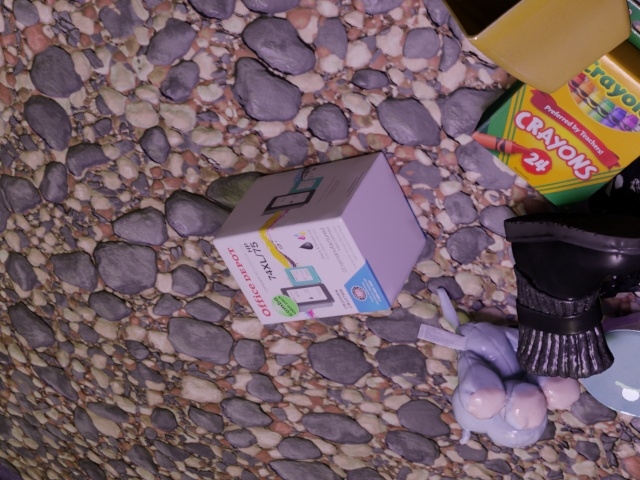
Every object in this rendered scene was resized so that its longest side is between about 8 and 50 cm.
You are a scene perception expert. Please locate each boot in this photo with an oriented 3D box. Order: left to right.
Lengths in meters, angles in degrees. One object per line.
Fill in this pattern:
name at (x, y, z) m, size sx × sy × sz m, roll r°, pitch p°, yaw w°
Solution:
boot at (0.410, 0.091, 1.987) m, size 0.348 × 0.131 × 0.260 m, roll -171°, pitch 73°, yaw -71°

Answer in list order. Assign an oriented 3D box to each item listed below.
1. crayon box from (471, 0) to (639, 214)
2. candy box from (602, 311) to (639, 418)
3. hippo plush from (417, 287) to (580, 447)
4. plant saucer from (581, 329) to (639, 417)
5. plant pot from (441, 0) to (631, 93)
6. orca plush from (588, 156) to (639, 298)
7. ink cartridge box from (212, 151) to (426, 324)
crayon box at (0.399, -0.201, 1.907) m, size 0.202 × 0.081 × 0.318 m, roll 38°, pitch 135°, yaw -6°
candy box at (0.584, 0.209, 2.171) m, size 0.165 × 0.070 × 0.196 m, roll -15°, pitch 120°, yaw 37°
hippo plush at (0.298, 0.279, 2.267) m, size 0.294 × 0.234 × 0.236 m, roll 17°, pitch 133°, yaw 13°
plant saucer at (0.525, 0.211, 2.125) m, size 0.195 × 0.037 × 0.195 m, roll 16°, pitch 133°, yaw 17°
plant pot at (0.297, -0.329, 1.739) m, size 0.212 × 0.212 × 0.187 m, roll -37°, pitch 130°, yaw 13°
orca plush at (0.479, 0.001, 2.023) m, size 0.151 × 0.102 × 0.287 m, roll 23°, pitch 135°, yaw 8°
ink cartridge box at (0.000, 0.000, 2.208) m, size 0.270 × 0.197 × 0.198 m, roll -10°, pitch 122°, yaw 34°
